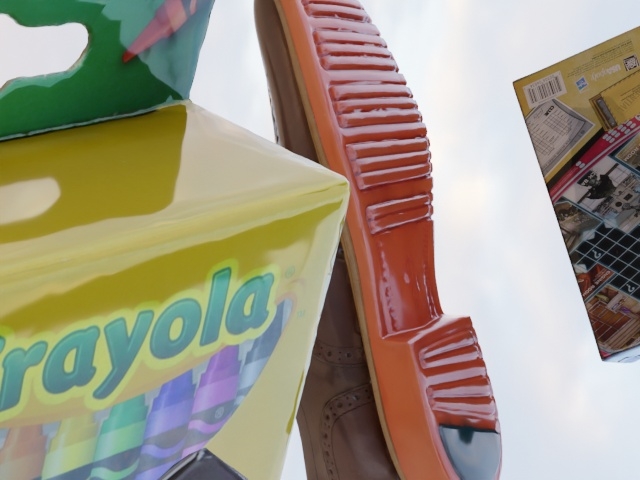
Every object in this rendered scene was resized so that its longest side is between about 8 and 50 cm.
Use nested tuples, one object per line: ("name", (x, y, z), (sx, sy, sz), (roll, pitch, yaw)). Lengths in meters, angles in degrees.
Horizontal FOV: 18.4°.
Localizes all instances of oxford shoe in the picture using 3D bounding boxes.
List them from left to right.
("oxford shoe", (0.000, 0.000, 0.919), (0.098, 0.097, 0.271), (-17, -98, 30))

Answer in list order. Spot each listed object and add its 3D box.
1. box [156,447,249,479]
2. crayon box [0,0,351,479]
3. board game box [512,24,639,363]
("box", (0.049, 0.275, 0.457), (0.343, 0.179, 0.312), (31, -30, 39))
("crayon box", (-0.102, 0.079, 0.602), (0.081, 0.202, 0.318), (29, -62, 32))
("board game box", (0.235, -0.053, 1.025), (0.042, 0.243, 0.165), (12, 59, -60))
